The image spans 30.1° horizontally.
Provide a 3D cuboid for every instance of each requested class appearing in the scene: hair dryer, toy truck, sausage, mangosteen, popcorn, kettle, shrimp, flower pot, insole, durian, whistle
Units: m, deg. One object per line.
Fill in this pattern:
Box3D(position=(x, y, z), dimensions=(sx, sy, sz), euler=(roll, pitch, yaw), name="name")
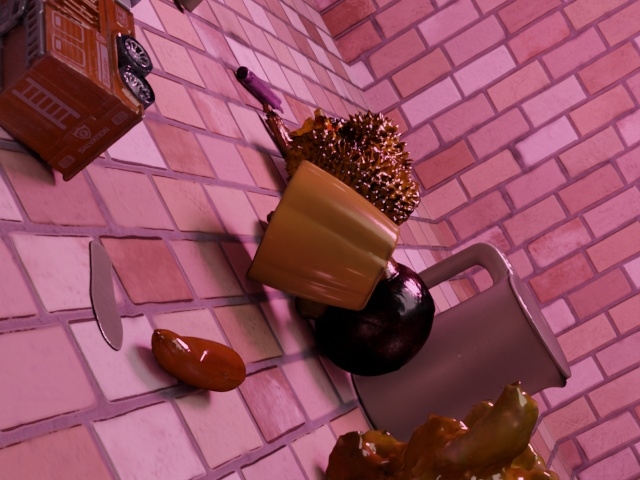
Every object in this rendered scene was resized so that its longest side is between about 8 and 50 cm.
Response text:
Box3D(position=(-0.271, -0.501, 2.240), dimensions=(0.150, 0.071, 0.047), euler=(46, 4, 17), name="hair dryer")
Box3D(position=(-0.295, -0.229, 1.345), dimensions=(0.162, 0.136, 0.305), euler=(37, 27, -39), name="toy truck")
Box3D(position=(-0.135, 0.136, 1.325), dimensions=(0.062, 0.054, 0.183), euler=(30, 0, 27), name="sausage")
Box3D(position=(0.080, 0.114, 1.885), dimensions=(0.210, 0.210, 0.210), euler=(55, 13, -20), name="mangosteen")
Box3D(position=(0.193, 0.342, 1.535), dimensions=(0.290, 0.321, 0.326), euler=(58, 31, -10), name="popcorn")
Box3D(position=(0.229, 0.194, 2.008), dimensions=(0.205, 0.318, 0.265), euler=(48, 18, -37), name="kettle")
Box3D(position=(-0.066, -0.205, 2.405), dimensions=(0.178, 0.034, 0.124), euler=(59, 10, -11), name="shrimp")
Box3D(position=(0.010, 0.006, 1.732), dimensions=(0.179, 0.195, 0.195), euler=(27, 14, 1), name="flower pot")
Box3D(position=(-0.227, 0.056, 1.259), dimensions=(0.053, 0.002, 0.153), euler=(49, 17, -40), name="insole")
Box3D(position=(0.057, -0.122, 2.279), dimensions=(0.293, 0.258, 0.258), euler=(20, 41, -59), name="durian")
Box3D(position=(-0.120, -0.304, 2.419), dimensions=(0.176, 0.033, 0.033), euler=(40, 23, -58), name="whistle")

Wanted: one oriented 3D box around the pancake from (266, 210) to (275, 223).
Box3D(position=(0.001, -0.001, 1.958), dimensions=(0.199, 0.021, 0.199), euler=(24, -14, 6), name="pancake")
